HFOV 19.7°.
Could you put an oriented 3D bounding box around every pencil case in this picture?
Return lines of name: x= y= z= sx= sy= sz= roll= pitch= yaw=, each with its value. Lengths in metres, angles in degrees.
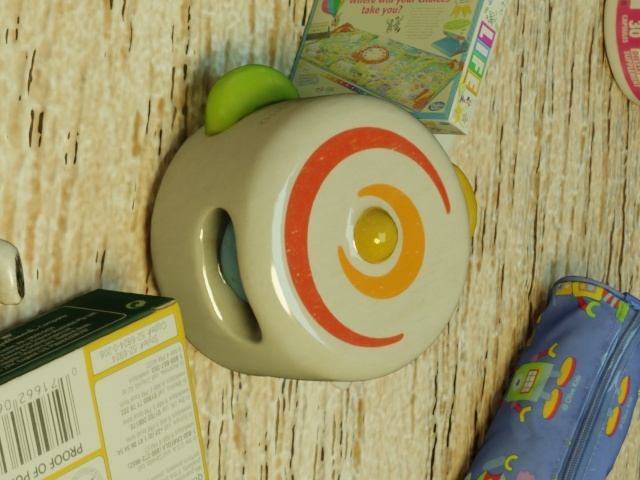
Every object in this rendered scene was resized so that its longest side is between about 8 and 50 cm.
pencil case: x=0.194 y=0.177 z=1.522 sx=0.119 sy=0.133 sz=0.306 roll=33 pitch=65 yaw=-14

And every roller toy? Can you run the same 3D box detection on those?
roller toy: x=0.000 y=0.000 z=1.234 sx=0.209 sy=0.146 sz=0.191 roll=34 pitch=69 yaw=-33

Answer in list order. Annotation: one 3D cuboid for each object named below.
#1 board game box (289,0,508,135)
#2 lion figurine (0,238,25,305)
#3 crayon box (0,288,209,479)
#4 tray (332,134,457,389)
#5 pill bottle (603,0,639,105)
board game box: x=0.049 y=-0.128 z=1.296 sx=0.026 sy=0.154 sz=0.103 roll=32 pitch=71 yaw=-46
lion figurine: x=-0.270 y=0.100 z=0.947 sx=0.142 sy=0.240 sz=0.392 roll=103 pitch=-19 yaw=-86
crayon box: x=-0.158 y=0.216 z=1.147 sx=0.203 sy=0.083 sz=0.323 roll=-25 pitch=112 yaw=-45
tray: x=0.040 y=-0.034 z=1.393 sx=0.145 sy=0.030 sz=0.270 roll=43 pitch=62 yaw=-42
pill bottle: x=0.406 y=-0.190 z=1.609 sx=0.160 sy=0.283 sz=0.160 roll=-7 pitch=99 yaw=-49
